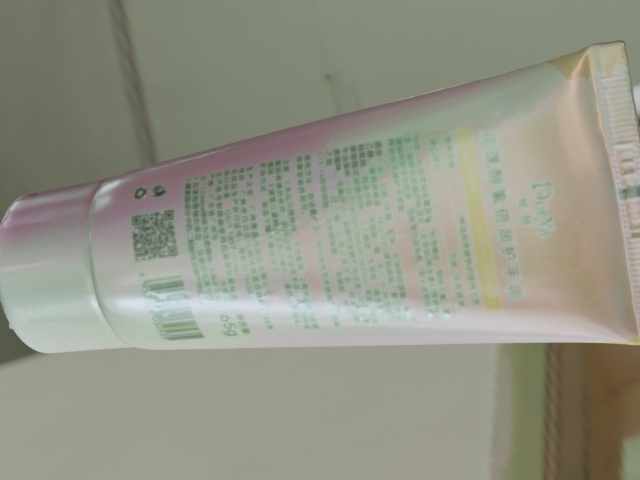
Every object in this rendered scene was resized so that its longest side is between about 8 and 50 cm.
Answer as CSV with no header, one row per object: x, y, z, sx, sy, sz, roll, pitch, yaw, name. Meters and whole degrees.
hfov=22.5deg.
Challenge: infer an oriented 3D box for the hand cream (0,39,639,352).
0.000,0.000,0.423,0.047,0.174,0.076,-27,-73,-68,hand cream
